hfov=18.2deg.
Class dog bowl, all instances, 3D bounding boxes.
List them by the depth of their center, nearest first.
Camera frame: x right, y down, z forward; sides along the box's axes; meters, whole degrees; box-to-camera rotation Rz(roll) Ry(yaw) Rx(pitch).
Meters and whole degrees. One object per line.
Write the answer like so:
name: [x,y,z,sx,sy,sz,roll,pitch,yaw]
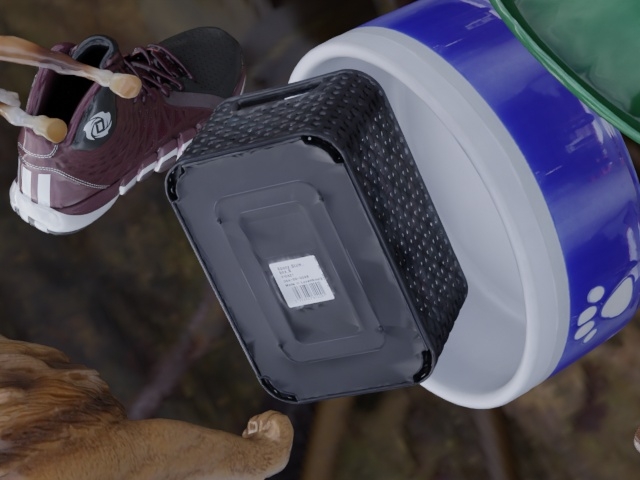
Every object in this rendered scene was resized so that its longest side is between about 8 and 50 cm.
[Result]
dog bowl: [0.092,-0.027,1.324,0.265,0.104,0.265,43,148,35]

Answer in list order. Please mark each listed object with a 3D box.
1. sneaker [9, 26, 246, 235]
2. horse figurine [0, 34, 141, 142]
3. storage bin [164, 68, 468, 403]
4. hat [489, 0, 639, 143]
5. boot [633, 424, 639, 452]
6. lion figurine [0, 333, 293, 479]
sneaker: [-0.159,-0.137,1.743,0.106,0.281,0.162,30,144,20]
horse figurine: [-0.221,-0.087,1.006,0.174,0.263,0.066,19,103,38]
storage bin: [0.000,0.000,1.220,0.122,0.084,0.180,-12,116,27]
hat: [0.189,-0.137,0.797,0.208,0.173,0.183,40,125,5]
boot: [0.222,0.129,1.158,0.042,0.118,0.087,54,146,39]
lion figurine: [-0.098,0.187,0.916,0.142,0.240,0.392,-59,45,27]
